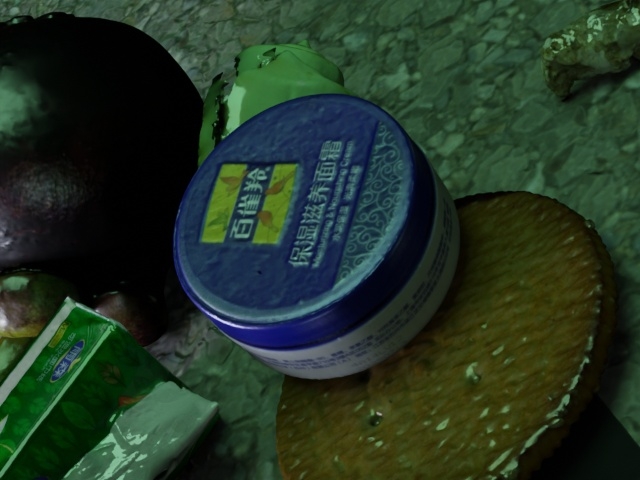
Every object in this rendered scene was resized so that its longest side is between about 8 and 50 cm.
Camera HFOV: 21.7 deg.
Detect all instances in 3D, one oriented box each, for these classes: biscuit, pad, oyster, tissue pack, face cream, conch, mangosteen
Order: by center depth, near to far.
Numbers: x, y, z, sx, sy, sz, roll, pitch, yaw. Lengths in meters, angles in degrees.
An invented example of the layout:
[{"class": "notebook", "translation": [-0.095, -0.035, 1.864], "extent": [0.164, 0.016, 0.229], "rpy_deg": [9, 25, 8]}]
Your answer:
[{"class": "pad", "translation": [0.149, 0.140, 1.188], "extent": [0.116, 0.004, 0.193], "rpy_deg": [-40, 39, 5]}, {"class": "biscuit", "translation": [0.091, 0.091, 1.248], "extent": [0.305, 0.038, 0.305], "rpy_deg": [-27, 39, 25]}, {"class": "face cream", "translation": [0.000, 0.000, 1.274], "extent": [0.206, 0.111, 0.206], "rpy_deg": [-14, 53, 20]}, {"class": "tissue pack", "translation": [-0.187, 0.179, 1.321], "extent": [0.209, 0.148, 0.156], "rpy_deg": [-53, 35, -13]}, {"class": "oyster", "translation": [0.269, -0.196, 1.348], "extent": [0.106, 0.061, 0.200], "rpy_deg": [22, 71, 48]}, {"class": "conch", "translation": [-0.050, -0.066, 1.428], "extent": [0.137, 0.143, 0.250], "rpy_deg": [27, 61, 3]}, {"class": "mangosteen", "translation": [-0.223, -0.051, 1.480], "extent": [0.297, 0.297, 0.313], "rpy_deg": [-37, 74, 8]}]
